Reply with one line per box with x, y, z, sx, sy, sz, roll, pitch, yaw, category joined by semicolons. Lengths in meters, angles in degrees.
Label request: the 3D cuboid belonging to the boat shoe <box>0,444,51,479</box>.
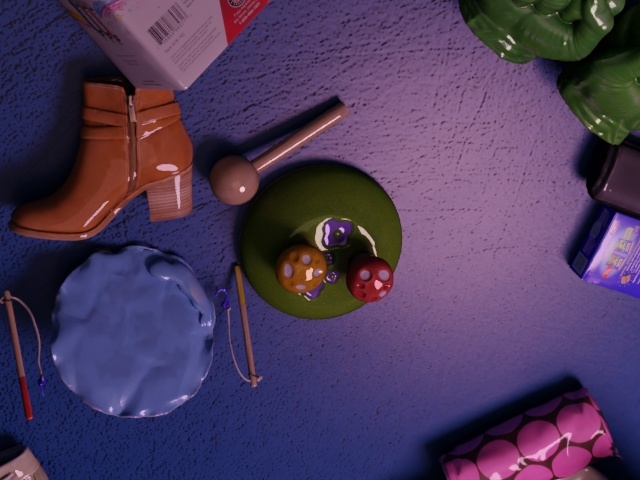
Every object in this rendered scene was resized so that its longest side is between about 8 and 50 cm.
-0.446;0.318;1.391;0.302;0.109;0.094;-22;102;-11;boat shoe

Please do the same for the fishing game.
-0.201;0.096;1.324;0.264;0.041;0.189;-10;82;-23;fishing game

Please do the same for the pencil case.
0.253;0.264;1.512;0.209;0.095;0.098;-23;131;2;pencil case

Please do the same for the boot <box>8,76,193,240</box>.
-0.229;-0.087;1.258;0.197;0.073;0.152;-13;115;-14;boot

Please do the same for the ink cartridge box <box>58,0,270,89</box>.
-0.164;-0.244;1.143;0.128;0.127;0.176;-48;117;-15;ink cartridge box

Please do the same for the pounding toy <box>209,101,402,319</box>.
0.000;0.000;1.321;0.182;0.110;0.237;-24;117;0;pounding toy

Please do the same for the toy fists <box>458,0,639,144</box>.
0.278;-0.207;1.265;0.279;0.096;0.142;34;129;-23;toy fists

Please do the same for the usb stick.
0.428;-0.045;1.425;0.278;0.045;0.077;18;96;-20;usb stick

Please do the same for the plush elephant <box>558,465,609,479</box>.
0.355;0.423;1.529;0.255;0.330;0.272;-12;105;19;plush elephant

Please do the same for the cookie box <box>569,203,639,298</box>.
0.360;0.015;1.443;0.107;0.040;0.092;18;109;-19;cookie box
